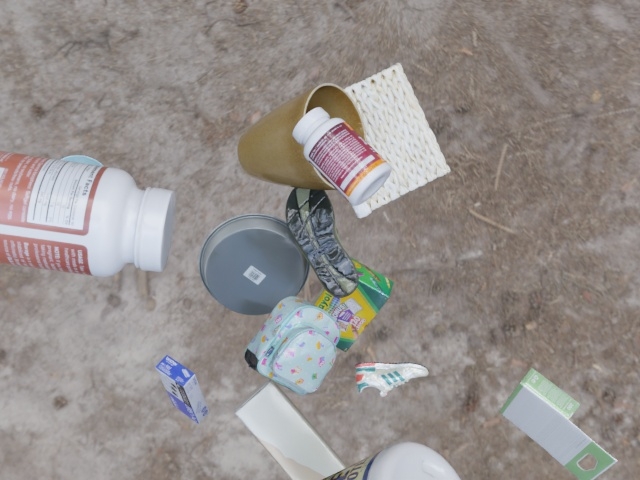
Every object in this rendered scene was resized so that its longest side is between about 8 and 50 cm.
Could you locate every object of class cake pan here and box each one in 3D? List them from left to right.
[{"bbox_3d":[-0.170,0.074,1.779,0.293,0.054,0.293,-2,114,-5],"label":"cake pan"}]

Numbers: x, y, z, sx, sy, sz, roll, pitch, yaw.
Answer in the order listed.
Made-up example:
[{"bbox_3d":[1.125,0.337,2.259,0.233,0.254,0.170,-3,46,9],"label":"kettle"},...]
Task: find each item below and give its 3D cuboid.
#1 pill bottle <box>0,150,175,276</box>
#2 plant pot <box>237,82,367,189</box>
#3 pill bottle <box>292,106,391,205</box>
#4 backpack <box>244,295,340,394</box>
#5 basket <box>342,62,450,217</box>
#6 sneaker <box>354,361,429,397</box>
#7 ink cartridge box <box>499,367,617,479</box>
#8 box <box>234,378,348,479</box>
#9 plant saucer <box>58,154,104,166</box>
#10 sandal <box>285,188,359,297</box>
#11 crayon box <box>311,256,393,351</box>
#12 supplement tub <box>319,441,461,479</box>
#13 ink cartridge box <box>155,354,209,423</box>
[{"bbox_3d":[-0.273,-0.025,0.742,0.216,0.121,0.121,9,111,-6],"label":"pill bottle"},{"bbox_3d":[-0.062,-0.221,1.584,0.254,0.237,0.237,-5,113,37],"label":"plant pot"},{"bbox_3d":[0.031,-0.134,1.064,0.152,0.086,0.086,46,110,12],"label":"pill bottle"},{"bbox_3d":[-0.048,0.223,1.479,0.166,0.144,0.188,36,76,-30],"label":"backpack"},{"bbox_3d":[0.153,-0.277,1.836,0.266,0.328,0.331,-26,97,10],"label":"basket"},{"bbox_3d":[0.154,0.303,1.489,0.161,0.057,0.075,1,77,3],"label":"sneaker"},{"bbox_3d":[0.511,0.399,1.469,0.235,0.056,0.171,38,150,21],"label":"ink cartridge box"},{"bbox_3d":[-0.070,0.502,1.726,0.121,0.148,0.311,-41,87,-8],"label":"box"},{"bbox_3d":[-0.555,-0.098,1.580,0.195,0.037,0.194,0,89,8],"label":"plant saucer"},{"bbox_3d":[-0.001,0.002,1.707,0.120,0.086,0.302,-22,91,0],"label":"sandal"},{"bbox_3d":[0.074,0.188,2.018,0.165,0.081,0.278,30,128,-3],"label":"crayon box"},{"bbox_3d":[0.091,0.530,1.255,0.235,0.235,0.325,42,128,-10],"label":"supplement tub"},{"bbox_3d":[-0.347,0.379,1.733,0.097,0.046,0.207,28,148,23],"label":"ink cartridge box"}]
